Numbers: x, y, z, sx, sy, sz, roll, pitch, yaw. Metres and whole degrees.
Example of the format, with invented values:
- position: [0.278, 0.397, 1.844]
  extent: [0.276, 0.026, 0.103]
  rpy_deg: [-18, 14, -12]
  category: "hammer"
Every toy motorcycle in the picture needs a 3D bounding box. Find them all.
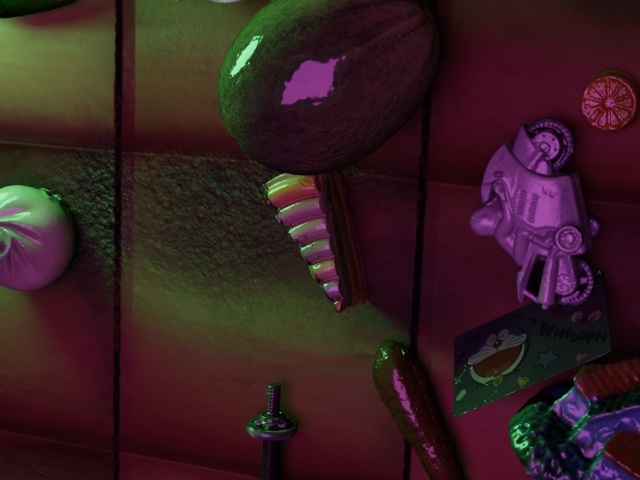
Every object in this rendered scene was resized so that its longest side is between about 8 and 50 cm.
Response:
- position: [0.287, -0.034, 1.880]
  extent: [0.171, 0.110, 0.260]
  rpy_deg: [-7, 97, 27]
  category: "toy motorcycle"

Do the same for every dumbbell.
- position: [-0.078, 0.342, 2.110]
  extent: [0.081, 0.081, 0.254]
  rpy_deg: [8, 103, 20]
  category: "dumbbell"

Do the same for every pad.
- position: [0.287, 0.142, 1.891]
  extent: [0.245, 0.170, 0.006]
  rpy_deg: [-27, 120, 25]
  category: "pad"

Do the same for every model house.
- position: [0.411, 0.218, 1.793]
  extent: [0.226, 0.261, 0.241]
  rpy_deg: [39, 113, 9]
  category: "model house"

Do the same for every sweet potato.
- position: [0.153, 0.273, 2.011]
  extent: [0.075, 0.075, 0.273]
  rpy_deg: [-26, 91, 24]
  category: "sweet potato"

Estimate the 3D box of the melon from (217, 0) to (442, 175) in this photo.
- position: [0.011, -0.228, 1.874]
  extent: [0.329, 0.248, 0.248]
  rpy_deg: [-32, 88, 21]
  category: "melon"

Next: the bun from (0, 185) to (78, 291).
- position: [-0.484, 0.000, 2.182]
  extent: [0.173, 0.120, 0.173]
  rpy_deg: [5, 103, 23]
  category: "bun"

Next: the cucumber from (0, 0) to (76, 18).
- position: [-0.456, -0.380, 2.130]
  extent: [0.250, 0.056, 0.056]
  rpy_deg: [-6, 99, 22]
  category: "cucumber"

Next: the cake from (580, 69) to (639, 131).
- position: [0.391, -0.187, 1.838]
  extent: [0.084, 0.044, 0.084]
  rpy_deg: [4, 102, 22]
  category: "cake"

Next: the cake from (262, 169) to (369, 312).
- position: [0.017, -0.010, 1.986]
  extent: [0.090, 0.109, 0.225]
  rpy_deg: [-30, 89, 24]
  category: "cake"

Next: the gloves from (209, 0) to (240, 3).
- position: [-0.143, -0.396, 1.980]
  extent: [0.229, 0.097, 0.119]
  rpy_deg: [12, 100, 14]
  category: "gloves"
